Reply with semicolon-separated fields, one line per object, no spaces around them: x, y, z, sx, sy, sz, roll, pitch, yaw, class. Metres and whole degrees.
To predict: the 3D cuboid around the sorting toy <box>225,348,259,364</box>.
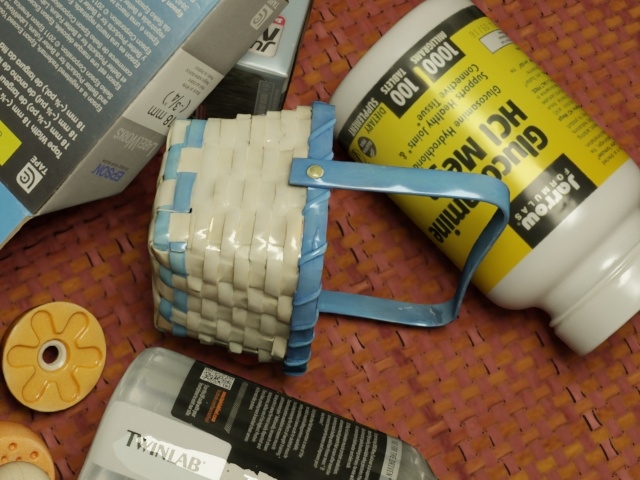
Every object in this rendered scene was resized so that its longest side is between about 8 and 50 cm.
-0.083;0.077;1.155;0.061;0.042;0.102;-3;61;-24;sorting toy

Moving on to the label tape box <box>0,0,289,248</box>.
-0.230;-0.165;1.023;0.240;0.106;0.333;45;97;16;label tape box

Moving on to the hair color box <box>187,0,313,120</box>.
-0.046;-0.299;1.194;0.114;0.185;0.374;16;72;-2;hair color box

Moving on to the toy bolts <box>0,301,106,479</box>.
-0.265;0.114;1.006;0.218;0.158;0.228;-45;122;-24;toy bolts

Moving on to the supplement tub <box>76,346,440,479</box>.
-0.039;0.229;1.028;0.316;0.193;0.193;21;72;1;supplement tub

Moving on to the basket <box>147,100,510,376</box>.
0.000;0.000;1.053;0.289;0.254;0.201;11;60;-3;basket

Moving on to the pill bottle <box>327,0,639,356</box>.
0.178;-0.058;1.145;0.188;0.188;0.334;-42;82;-16;pill bottle
